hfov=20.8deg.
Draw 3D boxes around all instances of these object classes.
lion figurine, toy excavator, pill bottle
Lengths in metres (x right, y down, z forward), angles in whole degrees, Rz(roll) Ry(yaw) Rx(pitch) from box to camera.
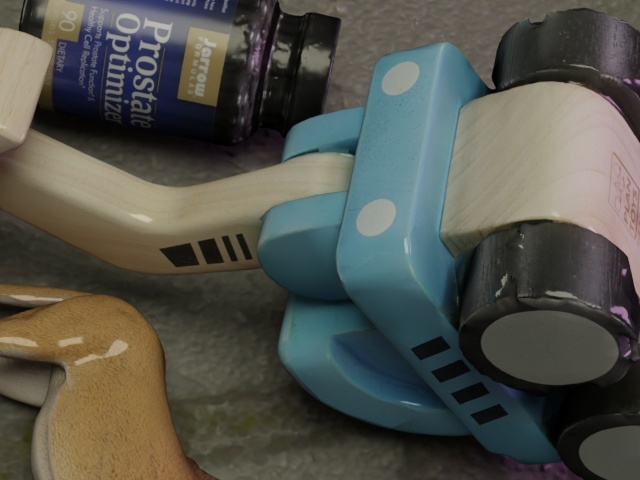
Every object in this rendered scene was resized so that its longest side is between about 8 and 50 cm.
[{"bbox_3d":[-0.141,0.139,1.115,0.240,0.142,0.392,-9,61,-18],"label":"lion figurine"},{"bbox_3d":[0.000,0.000,1.128,0.445,0.433,0.222,-12,50,29],"label":"toy excavator"},{"bbox_3d":[-0.100,-0.136,1.257,0.219,0.123,0.123,11,64,0],"label":"pill bottle"}]
